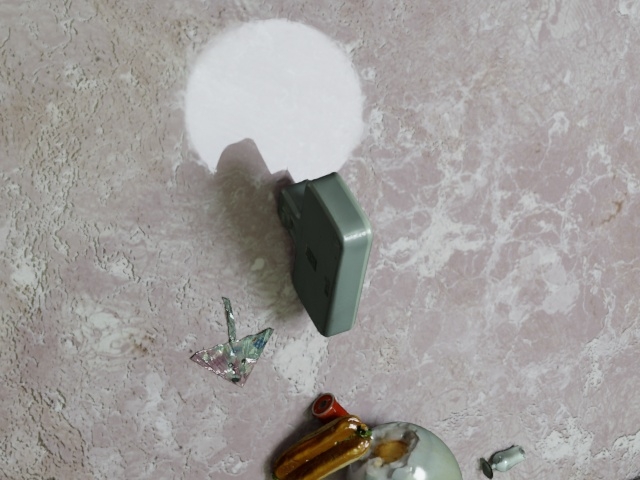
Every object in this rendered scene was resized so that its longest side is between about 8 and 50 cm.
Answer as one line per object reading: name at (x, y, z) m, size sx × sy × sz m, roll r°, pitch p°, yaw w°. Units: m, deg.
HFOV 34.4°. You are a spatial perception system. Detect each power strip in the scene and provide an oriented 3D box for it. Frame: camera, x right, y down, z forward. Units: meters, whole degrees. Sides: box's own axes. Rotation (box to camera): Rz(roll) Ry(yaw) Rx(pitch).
power strip at (0.001, 0.000, 1.495) m, size 0.059 × 0.194 × 0.265 m, roll -19°, pitch 148°, yaw -19°

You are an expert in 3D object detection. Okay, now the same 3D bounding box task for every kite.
kite at (-0.132, 0.157, 1.572) m, size 0.139 × 0.011 × 0.157 m, roll -16°, pitch 111°, yaw -25°

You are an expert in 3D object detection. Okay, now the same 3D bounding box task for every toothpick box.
toothpick box at (0.027, 0.287, 1.666) m, size 0.047 × 0.047 × 0.083 m, roll -47°, pitch 119°, yaw -8°

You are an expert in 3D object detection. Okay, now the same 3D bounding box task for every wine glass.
wine glass at (0.328, 0.394, 1.857) m, size 0.083 × 0.042 × 0.039 m, roll -21°, pitch 150°, yaw -24°

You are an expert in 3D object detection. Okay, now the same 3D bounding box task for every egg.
egg at (0.142, 0.403, 1.680) m, size 0.183 × 0.183 × 0.217 m, roll -36°, pitch 122°, yaw -14°

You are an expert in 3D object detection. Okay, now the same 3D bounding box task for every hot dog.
hot dog at (0.005, 0.334, 1.633) m, size 0.188 × 0.055 × 0.072 m, roll -32°, pitch 84°, yaw 14°

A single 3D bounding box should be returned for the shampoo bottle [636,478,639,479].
shampoo bottle at (0.627, 0.509, 2.019) m, size 0.192 × 0.074 × 0.074 m, roll -23°, pitch 113°, yaw -18°
